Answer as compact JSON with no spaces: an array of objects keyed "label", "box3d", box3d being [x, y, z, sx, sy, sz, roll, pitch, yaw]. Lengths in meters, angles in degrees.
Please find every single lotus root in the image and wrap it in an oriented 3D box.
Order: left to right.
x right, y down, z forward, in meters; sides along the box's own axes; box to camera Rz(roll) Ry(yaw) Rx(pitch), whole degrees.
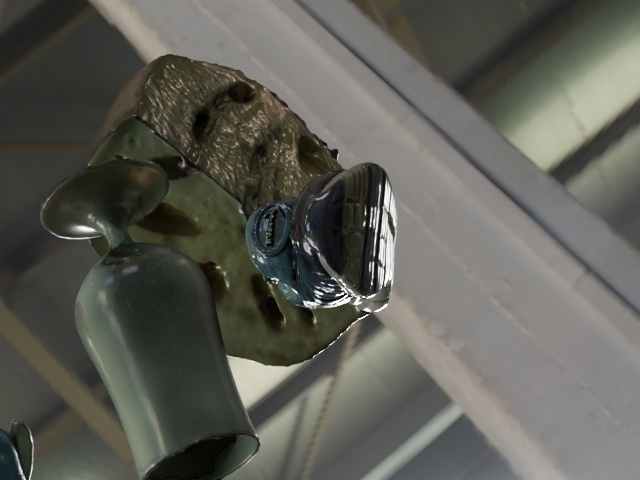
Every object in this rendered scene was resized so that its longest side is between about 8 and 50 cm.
[{"label":"lotus root","box3d":[-0.096,-0.044,1.358,0.149,0.260,0.267,-41,-68,20]}]

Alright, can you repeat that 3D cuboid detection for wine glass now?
[{"label":"wine glass","box3d":[-0.121,0.061,1.098,0.103,0.231,0.103,-19,-28,-10]}]

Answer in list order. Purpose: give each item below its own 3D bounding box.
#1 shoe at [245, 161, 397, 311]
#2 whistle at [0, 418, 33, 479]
[{"label":"shoe","box3d":[0.000,0.000,0.727,0.071,0.064,0.143,2,-9,4]},{"label":"whistle","box3d":[-0.303,0.223,1.418,0.114,0.077,0.236,-25,-87,-35]}]
